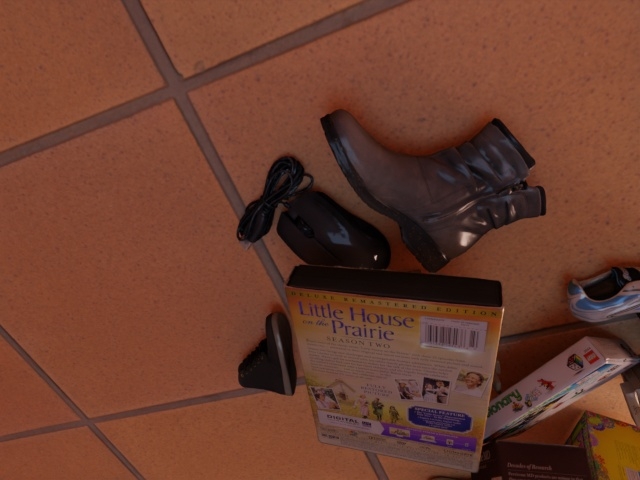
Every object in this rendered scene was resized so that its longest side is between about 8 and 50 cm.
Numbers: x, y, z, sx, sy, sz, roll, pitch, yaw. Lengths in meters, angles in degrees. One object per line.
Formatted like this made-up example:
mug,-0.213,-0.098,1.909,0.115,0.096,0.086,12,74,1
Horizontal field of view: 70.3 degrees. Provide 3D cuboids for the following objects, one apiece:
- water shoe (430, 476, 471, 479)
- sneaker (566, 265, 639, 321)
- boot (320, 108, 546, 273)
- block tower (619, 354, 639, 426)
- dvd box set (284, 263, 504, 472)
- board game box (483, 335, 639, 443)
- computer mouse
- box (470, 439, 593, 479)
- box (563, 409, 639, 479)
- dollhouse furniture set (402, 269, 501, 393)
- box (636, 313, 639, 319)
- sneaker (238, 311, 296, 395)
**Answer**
water shoe,0.370,0.643,1.126,0.204,0.080,0.072,-4,121,9
sneaker,0.541,0.075,0.759,0.238,0.085,0.086,-17,123,14
boot,0.174,-0.116,0.681,0.223,0.118,0.338,-35,123,21
block tower,0.727,0.236,0.820,0.336,0.097,0.090,-23,106,19
dvd box set,0.121,0.227,0.760,0.308,0.062,0.419,3,127,17
board game box,0.433,0.292,0.870,0.193,0.053,0.305,14,128,-40
computer mouse,0.000,0.000,0.782,0.272,0.072,0.188,30,119,-12
box,0.387,0.490,0.833,0.167,0.203,0.168,4,148,0
box,0.588,0.568,0.916,0.177,0.290,0.278,15,123,13
dollhouse furniture set,0.189,0.194,0.870,0.262,0.135,0.259,-11,131,13
box,0.653,0.158,0.754,0.156,0.158,0.093,-31,113,23
sneaker,-0.120,0.239,0.934,0.118,0.083,0.221,0,122,7
